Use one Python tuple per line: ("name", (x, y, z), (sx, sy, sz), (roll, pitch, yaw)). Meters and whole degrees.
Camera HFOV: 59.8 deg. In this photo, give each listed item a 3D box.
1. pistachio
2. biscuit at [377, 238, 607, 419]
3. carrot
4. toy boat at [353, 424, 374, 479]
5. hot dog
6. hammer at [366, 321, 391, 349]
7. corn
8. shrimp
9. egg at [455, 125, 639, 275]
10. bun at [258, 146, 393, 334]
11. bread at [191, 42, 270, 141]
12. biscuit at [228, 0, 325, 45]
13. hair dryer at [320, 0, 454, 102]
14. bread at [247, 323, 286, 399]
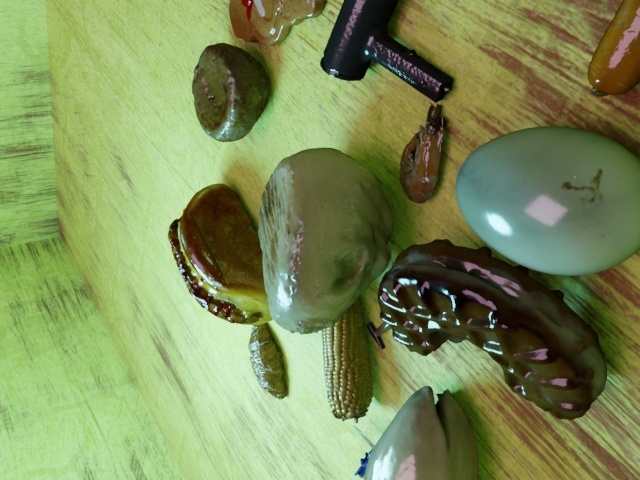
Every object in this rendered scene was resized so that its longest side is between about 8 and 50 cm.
("pistachio", (0.190, 0.426, 1.032), (0.226, 0.208, 0.332), (-75, -8, -72))
("biscuit", (0.232, 0.120, 0.842), (0.366, 0.115, 0.268), (10, 143, 50))
("carrot", (0.369, -0.264, 0.619), (0.067, 0.067, 0.225), (43, 133, 35))
("toy boat", (0.111, 0.449, 1.223), (0.110, 0.091, 0.175), (38, 129, 17))
("hot dog", (-0.266, 0.047, 1.463), (0.405, 0.223, 0.185), (57, 138, 21))
("hammer", (0.156, 0.157, 1.116), (0.062, 0.013, 0.199), (60, 143, 17))
("corn", (0.053, 0.237, 1.211), (0.106, 0.106, 0.305), (1, 100, 53))
("shrimp", (0.177, -0.149, 0.956), (0.099, 0.041, 0.180), (-126, 37, -49))
("egg", (0.287, -0.055, 0.713), (0.264, 0.183, 0.183), (28, 125, 52))
("bun", (0.000, 0.000, 1.067), (0.326, 0.234, 0.362), (-131, 46, -60))
("bread", (-0.211, -0.350, 1.317), (0.230, 0.123, 0.230), (15, 110, 50))
("biscuit", (-0.106, -0.523, 1.174), (0.334, 0.047, 0.202), (-5, 99, 54))
("hair dryer", (0.125, -0.321, 0.931), (0.251, 0.089, 0.197), (45, 134, 21))
("bread", (-0.154, 0.341, 1.553), (0.105, 0.076, 0.233), (-16, 92, 56))
